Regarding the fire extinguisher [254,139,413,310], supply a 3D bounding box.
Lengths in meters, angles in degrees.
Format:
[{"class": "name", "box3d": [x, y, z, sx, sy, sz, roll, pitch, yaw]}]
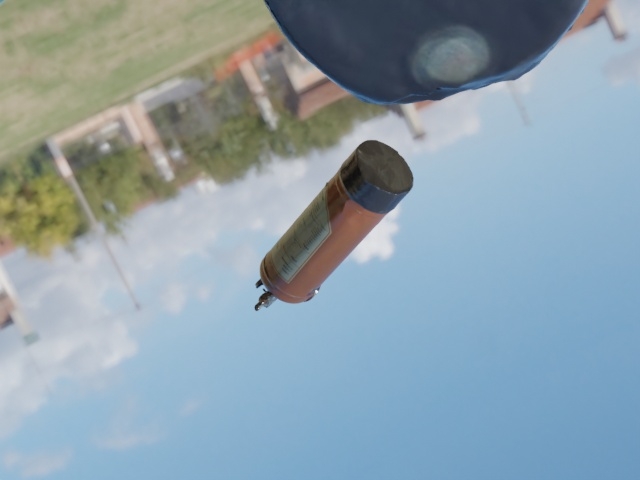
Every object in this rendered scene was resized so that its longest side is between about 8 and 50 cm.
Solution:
[{"class": "fire extinguisher", "box3d": [0.000, 0.000, 0.868, 0.177, 0.050, 0.062, -48, 179, 38]}]

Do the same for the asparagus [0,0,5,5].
[{"class": "asparagus", "box3d": [-0.387, -0.195, 1.087, 0.108, 0.128, 0.382, 11, -130, 26]}]

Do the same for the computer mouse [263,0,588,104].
[{"class": "computer mouse", "box3d": [0.021, -0.139, 0.314, 0.122, 0.217, 0.073, -8, -140, 8]}]
